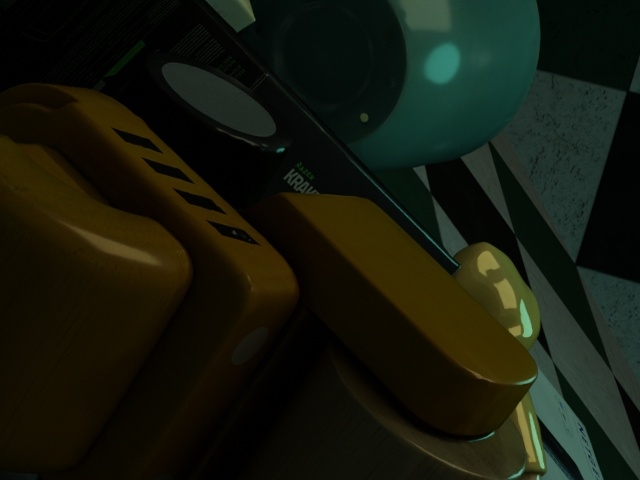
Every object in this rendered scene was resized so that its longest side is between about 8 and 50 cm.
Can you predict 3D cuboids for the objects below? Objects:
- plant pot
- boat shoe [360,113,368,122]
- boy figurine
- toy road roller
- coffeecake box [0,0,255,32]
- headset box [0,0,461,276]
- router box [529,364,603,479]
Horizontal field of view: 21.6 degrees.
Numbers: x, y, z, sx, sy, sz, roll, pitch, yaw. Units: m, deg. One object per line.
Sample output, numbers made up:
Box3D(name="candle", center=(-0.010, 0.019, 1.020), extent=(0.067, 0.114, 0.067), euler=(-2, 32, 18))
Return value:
Box3D(name="plant pot", center=(0.052, -0.202, 1.725), extent=(0.293, 0.293, 0.235), euler=(60, 28, 2))
Box3D(name="boat shoe", center=(0.007, -0.252, 1.985), extent=(0.341, 0.110, 0.122), euler=(50, 17, -33))
Box3D(name="boy figurine", center=(0.081, 0.142, 1.162), extent=(0.092, 0.177, 0.285), euler=(31, 64, -45))
Box3D(name="toy road roller", center=(-0.084, 0.059, 0.830), extent=(0.329, 0.202, 0.240), euler=(43, 23, 25))
Box3D(name="coffeecake box", center=(-0.161, -0.204, 1.260), extent=(0.185, 0.142, 0.068), euler=(47, 18, -41))
Box3D(name="headset box", center=(-0.064, -0.057, 1.152), extent=(0.246, 0.131, 0.283), euler=(42, 4, -44))
Box3D(name="router box", center=(0.221, 0.245, 1.786), extent=(0.301, 0.082, 0.335), euler=(49, 18, -35))
